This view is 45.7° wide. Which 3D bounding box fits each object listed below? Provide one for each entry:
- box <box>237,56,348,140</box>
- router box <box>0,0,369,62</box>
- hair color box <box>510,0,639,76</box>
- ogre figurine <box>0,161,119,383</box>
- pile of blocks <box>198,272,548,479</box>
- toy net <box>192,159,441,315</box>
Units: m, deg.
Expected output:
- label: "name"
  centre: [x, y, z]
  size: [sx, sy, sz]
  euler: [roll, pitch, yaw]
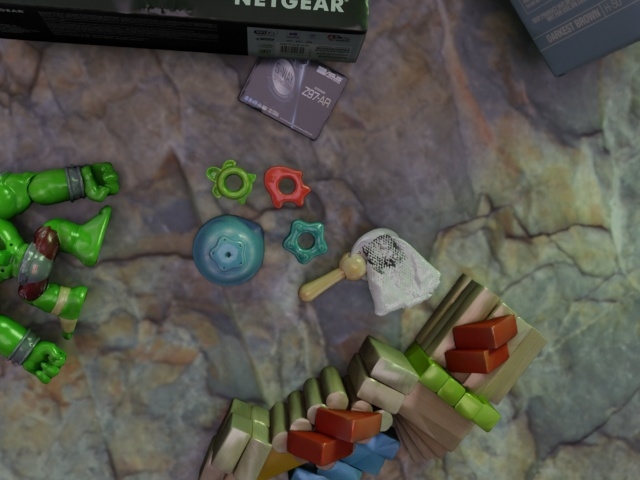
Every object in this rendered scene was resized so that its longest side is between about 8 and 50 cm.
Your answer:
- label: "box"
  centre: [-0.026, -0.141, 0.705]
  size: [0.083, 0.018, 0.067]
  euler: [28, 94, -7]
- label: "router box"
  centre: [-0.112, -0.284, 0.626]
  size: [0.309, 0.081, 0.242]
  euler: [2, 83, -5]
- label: "hair color box"
  centre: [0.186, -0.347, 0.615]
  size: [0.185, 0.114, 0.374]
  euler: [-38, 99, -28]
- label: "ogre figurine"
  centre: [-0.260, 0.015, 0.670]
  size: [0.118, 0.097, 0.197]
  euler: [18, 107, -18]
- label: "pile of blocks"
  centre: [0.055, 0.169, 0.701]
  size: [0.362, 0.112, 0.148]
  euler: [-28, 98, 0]
- label: "toy net"
  centre: [0.000, 0.000, 0.714]
  size: [0.232, 0.045, 0.122]
  euler: [11, 94, -7]
